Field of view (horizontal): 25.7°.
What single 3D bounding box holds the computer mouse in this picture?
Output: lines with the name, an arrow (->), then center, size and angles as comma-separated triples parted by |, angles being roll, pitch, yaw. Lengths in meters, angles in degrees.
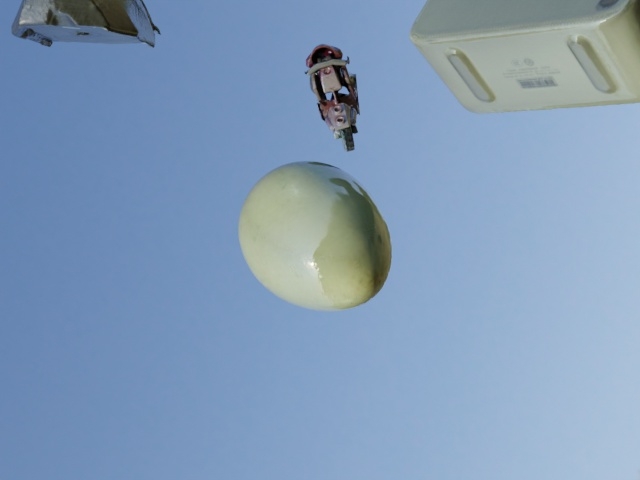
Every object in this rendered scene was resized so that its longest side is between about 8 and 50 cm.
computer mouse -> -0.235, -0.235, 1.410 | 0.231, 0.126, 0.071 | -16, -74, -84

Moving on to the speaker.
speaker -> 0.356, -0.316, 2.168 | 0.184, 0.406, 0.183 | 51, -125, -34

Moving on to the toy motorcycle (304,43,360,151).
toy motorcycle -> 0.028, -0.260, 2.448 | 0.122, 0.082, 0.213 | 62, -169, -54

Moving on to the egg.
egg -> 0.000, 0.000, 2.140 | 0.218, 0.295, 0.218 | -17, -58, -28
